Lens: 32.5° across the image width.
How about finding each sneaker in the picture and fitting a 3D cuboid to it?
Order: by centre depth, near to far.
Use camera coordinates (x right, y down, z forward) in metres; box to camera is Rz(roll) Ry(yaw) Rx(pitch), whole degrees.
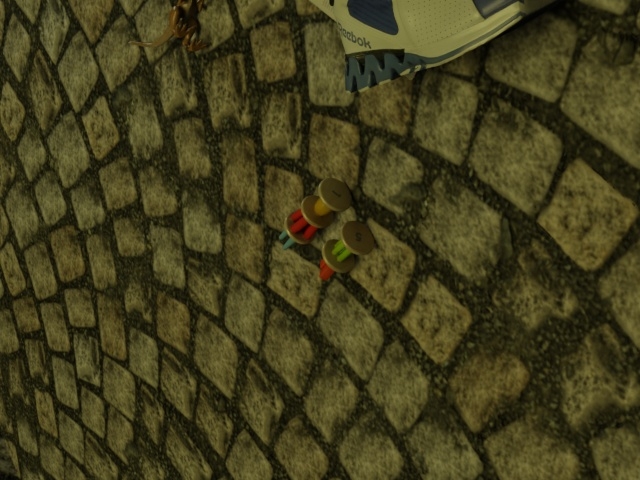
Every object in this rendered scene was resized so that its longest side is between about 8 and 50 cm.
[{"bbox_3d":[0.107,-0.287,1.240,0.315,0.127,0.182,-13,104,50],"label":"sneaker"}]

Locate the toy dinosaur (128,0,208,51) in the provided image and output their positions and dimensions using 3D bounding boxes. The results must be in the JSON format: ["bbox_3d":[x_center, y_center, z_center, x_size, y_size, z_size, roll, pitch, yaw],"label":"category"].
[{"bbox_3d":[-0.220,-0.342,1.716,0.211,0.064,0.112,-50,44,35],"label":"toy dinosaur"}]

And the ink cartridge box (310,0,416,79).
[{"bbox_3d":[0.076,-0.339,1.370,0.224,0.056,0.181,39,131,13],"label":"ink cartridge box"}]

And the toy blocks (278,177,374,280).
[{"bbox_3d":[0.000,0.000,1.545,0.148,0.054,0.123,-43,67,47],"label":"toy blocks"}]
